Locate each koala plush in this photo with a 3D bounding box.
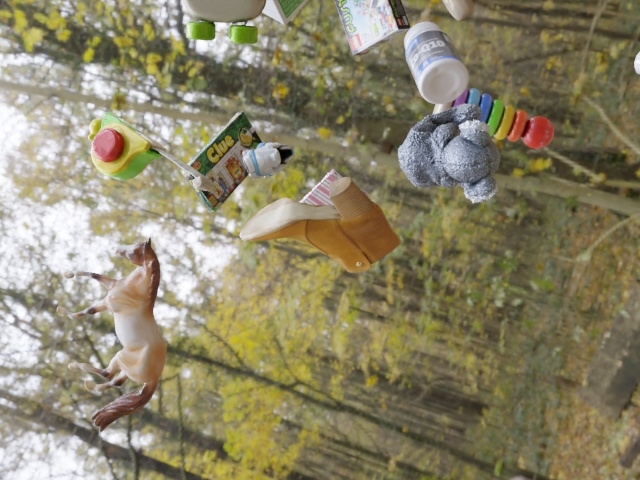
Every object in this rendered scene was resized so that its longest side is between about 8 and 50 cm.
[{"bbox_3d":[0.295,-0.175,1.576,0.221,0.203,0.196,-147,47,-62],"label":"koala plush"}]

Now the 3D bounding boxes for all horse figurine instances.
[{"bbox_3d":[-0.283,0.133,1.063,0.066,0.175,0.263,-17,-81,-72],"label":"horse figurine"}]

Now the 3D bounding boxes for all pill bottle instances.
[{"bbox_3d":[0.177,-0.281,1.171,0.137,0.078,0.078,-102,10,-46],"label":"pill bottle"}]

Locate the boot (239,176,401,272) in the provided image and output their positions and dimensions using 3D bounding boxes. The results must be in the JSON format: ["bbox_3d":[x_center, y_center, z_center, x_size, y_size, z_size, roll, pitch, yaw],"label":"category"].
[{"bbox_3d":[0.001,-0.001,1.565,0.211,0.295,0.104,53,-151,-32],"label":"boot"}]

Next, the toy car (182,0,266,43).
[{"bbox_3d":[-0.158,-0.445,1.358,0.188,0.149,0.155,-66,-18,-70],"label":"toy car"}]

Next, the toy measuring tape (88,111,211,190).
[{"bbox_3d":[-0.363,-0.150,1.509,0.121,0.330,0.121,-41,-29,-29],"label":"toy measuring tape"}]

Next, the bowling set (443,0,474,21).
[{"bbox_3d":[0.255,-0.468,1.111,0.200,0.154,0.287,-34,0,-3],"label":"bowling set"}]

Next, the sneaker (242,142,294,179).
[{"bbox_3d":[-0.086,-0.160,1.455,0.190,0.083,0.071,-59,-47,-74],"label":"sneaker"}]

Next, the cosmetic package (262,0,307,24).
[{"bbox_3d":[-0.137,-0.751,1.876,0.197,0.155,0.365,-50,-28,-7],"label":"cosmetic package"}]

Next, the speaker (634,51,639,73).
[{"bbox_3d":[0.694,-0.348,1.487,0.136,0.055,0.055,40,122,59],"label":"speaker"}]

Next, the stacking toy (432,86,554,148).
[{"bbox_3d":[0.484,-0.338,2.075,0.141,0.330,0.141,17,-90,-90],"label":"stacking toy"}]

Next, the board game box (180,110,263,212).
[{"bbox_3d":[-0.240,-0.204,1.914,0.136,0.030,0.259,56,-131,-25],"label":"board game box"}]

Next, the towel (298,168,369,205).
[{"bbox_3d":[0.037,-0.120,2.255,0.197,0.144,0.029,-42,21,43],"label":"towel"}]

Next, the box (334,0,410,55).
[{"bbox_3d":[0.072,-0.437,1.285,0.036,0.114,0.207,-20,-90,-43],"label":"box"}]
